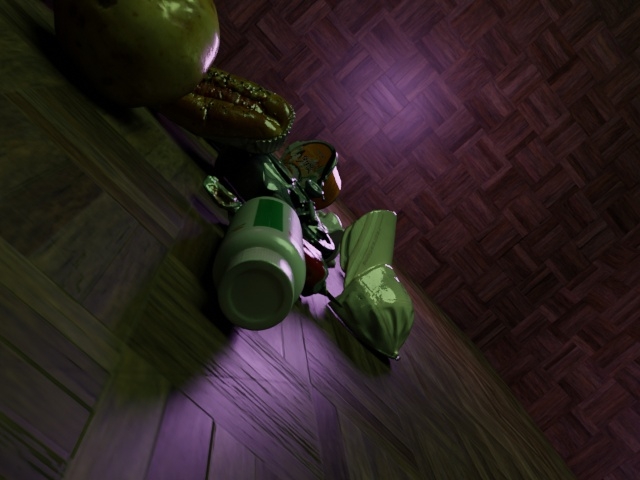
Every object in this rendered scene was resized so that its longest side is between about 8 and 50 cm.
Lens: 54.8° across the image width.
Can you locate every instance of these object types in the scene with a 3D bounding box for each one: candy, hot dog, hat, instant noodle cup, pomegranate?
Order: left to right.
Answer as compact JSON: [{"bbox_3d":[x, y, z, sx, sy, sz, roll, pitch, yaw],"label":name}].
[{"bbox_3d":[-0.240,-0.276,0.819,0.215,0.215,0.215,47,7,-8],"label":"pomegranate"},{"bbox_3d":[-0.171,-0.223,1.018,0.268,0.075,0.144,23,49,8],"label":"hot dog"},{"bbox_3d":[-0.057,0.011,0.870,0.292,0.059,0.086,42,10,-34],"label":"candy"},{"bbox_3d":[-0.020,-0.161,1.645,0.125,0.177,0.208,60,18,-45],"label":"instant noodle cup"},{"bbox_3d":[0.121,0.073,1.081,0.164,0.226,0.219,28,0,26],"label":"hat"}]

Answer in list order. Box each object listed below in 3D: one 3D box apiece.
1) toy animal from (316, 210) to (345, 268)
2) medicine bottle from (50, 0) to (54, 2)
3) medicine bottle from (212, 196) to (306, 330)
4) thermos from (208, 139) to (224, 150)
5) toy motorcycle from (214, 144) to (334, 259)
[{"bbox_3d":[0.000,0.000,1.243,0.182,0.131,0.127,-64,144,-75],"label":"toy animal"},{"bbox_3d":[-0.382,-0.510,0.999,0.238,0.238,0.232,43,8,-32],"label":"medicine bottle"},{"bbox_3d":[-0.063,0.017,0.662,0.095,0.095,0.260,47,6,-11],"label":"medicine bottle"},{"bbox_3d":[-0.151,-0.178,1.264,0.187,0.073,0.083,45,7,-27],"label":"thermos"},{"bbox_3d":[-0.089,-0.087,1.061,0.307,0.108,0.173,53,18,29],"label":"toy motorcycle"}]
